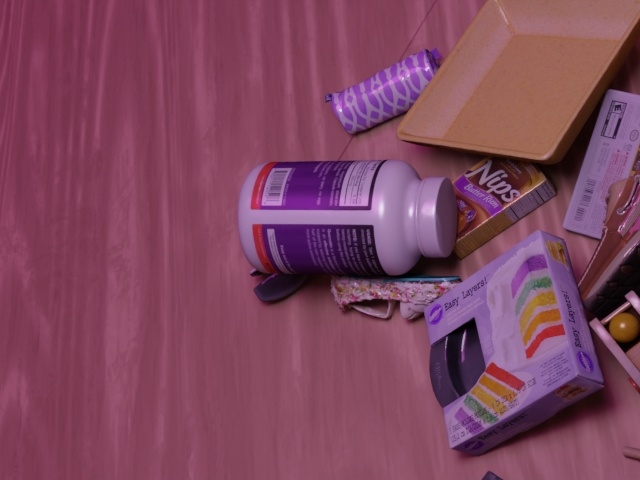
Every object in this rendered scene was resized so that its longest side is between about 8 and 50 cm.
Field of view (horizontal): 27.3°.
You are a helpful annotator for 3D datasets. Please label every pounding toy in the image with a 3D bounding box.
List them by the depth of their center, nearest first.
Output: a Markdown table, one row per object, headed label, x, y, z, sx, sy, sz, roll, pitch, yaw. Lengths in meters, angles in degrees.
| label | x | y | z | sx | sy | sz | roll | pitch | yaw |
| --- | --- | --- | --- | --- | --- | --- | --- | --- | --- |
| pounding toy | 0.441 | 0.208 | 1.777 | 0.155 | 0.154 | 0.269 | -38 | 50 | 7 |

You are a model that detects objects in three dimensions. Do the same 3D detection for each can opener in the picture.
| label | x | y | z | sx | sy | sz | roll | pitch | yaw |
| --- | --- | --- | --- | --- | --- | --- | --- | --- | --- |
| can opener | 0.000 | 0.000 | 2.231 | 0.280 | 0.074 | 0.093 | -35 | 85 | 12 |

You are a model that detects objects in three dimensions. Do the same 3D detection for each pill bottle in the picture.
| label | x | y | z | sx | sy | sz | roll | pitch | yaw |
| --- | --- | --- | --- | --- | --- | --- | --- | --- | --- |
| pill bottle | 0.044 | -0.036 | 2.075 | 0.322 | 0.181 | 0.182 | 1 | 64 | 21 |

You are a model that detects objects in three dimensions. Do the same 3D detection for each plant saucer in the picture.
| label | x | y | z | sx | sy | sz | roll | pitch | yaw |
| --- | --- | --- | --- | --- | --- | --- | --- | --- | --- |
| plant saucer | 0.330 | -0.248 | 2.105 | 0.332 | 0.081 | 0.333 | 15 | 63 | 48 |

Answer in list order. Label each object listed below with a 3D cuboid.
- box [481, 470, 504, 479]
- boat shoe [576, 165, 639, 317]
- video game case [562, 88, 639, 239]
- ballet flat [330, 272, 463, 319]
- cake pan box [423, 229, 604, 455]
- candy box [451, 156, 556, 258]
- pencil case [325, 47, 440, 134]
| label | x | y | z | sx | sy | sz | roll | pitch | yaw |
| --- | --- | --- | --- | --- | --- | --- | --- | --- | --- |
| box | 0.239 | 0.504 | 1.780 | 0.242 | 0.076 | 0.307 | 33 | 84 | 40 |
| boat shoe | 0.470 | -0.039 | 1.889 | 0.324 | 0.122 | 0.120 | -53 | 46 | 10 |
| video game case | 0.487 | -0.098 | 1.970 | 0.206 | 0.026 | 0.227 | 19 | 90 | 37 |
| ballet flat | 0.122 | 0.086 | 2.102 | 0.241 | 0.091 | 0.077 | 4 | 96 | 37 |
| cake pan box | 0.270 | 0.152 | 1.918 | 0.267 | 0.070 | 0.246 | -37 | 46 | 38 |
| candy box | 0.269 | -0.069 | 2.107 | 0.186 | 0.053 | 0.109 | -35 | 50 | 8 |
| pencil case | 0.117 | -0.258 | 2.291 | 0.206 | 0.086 | 0.088 | -22 | 31 | 18 |
